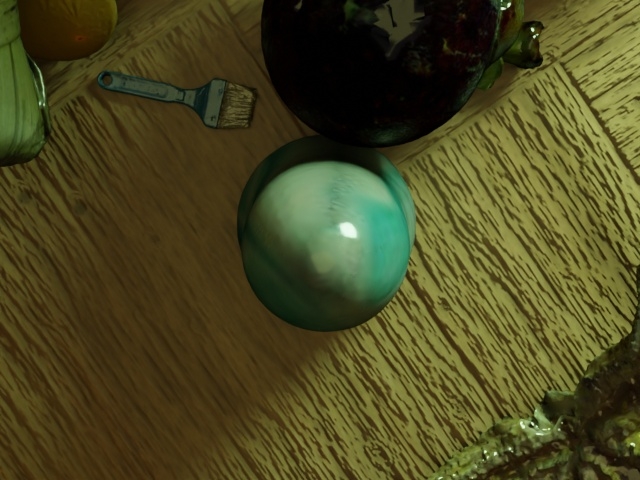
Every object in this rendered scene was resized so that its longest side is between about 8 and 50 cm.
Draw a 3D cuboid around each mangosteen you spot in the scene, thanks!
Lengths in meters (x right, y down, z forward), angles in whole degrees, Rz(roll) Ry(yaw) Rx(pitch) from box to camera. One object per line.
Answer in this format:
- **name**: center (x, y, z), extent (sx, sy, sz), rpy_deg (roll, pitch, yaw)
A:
- **mangosteen**: center (0.088, -0.191, 0.993), extent (0.289, 0.231, 0.231), rpy_deg (14, 97, -34)

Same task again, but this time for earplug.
- **earplug**: center (0.000, 0.000, 0.939), extent (0.185, 0.324, 0.184), rpy_deg (0, 96, 2)

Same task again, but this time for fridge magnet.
- **fridge magnet**: center (-0.266, -0.234, 1.027), extent (0.143, 0.063, 0.143), rpy_deg (5, 139, 5)

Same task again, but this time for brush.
- **brush**: center (-0.148, -0.149, 1.085), extent (0.164, 0.014, 0.051), rpy_deg (12, 94, 1)

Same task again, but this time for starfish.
- **starfish**: center (0.267, 0.246, 1.041), extent (0.398, 0.132, 0.383), rpy_deg (-33, 86, 13)

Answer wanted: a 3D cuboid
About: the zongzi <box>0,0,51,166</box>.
- **zongzi**: center (-0.482, -0.301, 0.924), extent (0.467, 0.218, 0.499), rpy_deg (4, 107, 23)
